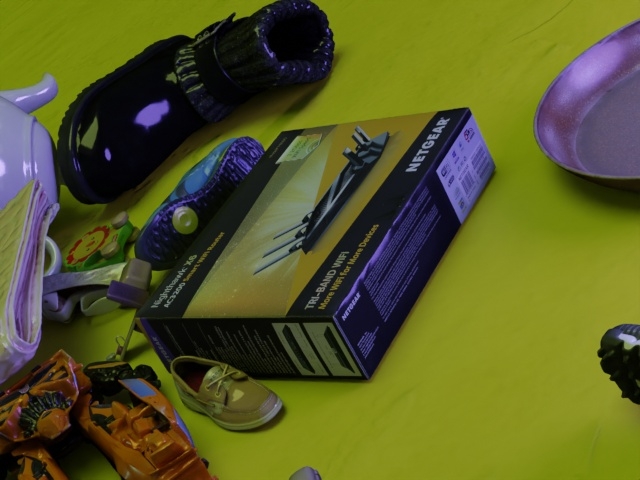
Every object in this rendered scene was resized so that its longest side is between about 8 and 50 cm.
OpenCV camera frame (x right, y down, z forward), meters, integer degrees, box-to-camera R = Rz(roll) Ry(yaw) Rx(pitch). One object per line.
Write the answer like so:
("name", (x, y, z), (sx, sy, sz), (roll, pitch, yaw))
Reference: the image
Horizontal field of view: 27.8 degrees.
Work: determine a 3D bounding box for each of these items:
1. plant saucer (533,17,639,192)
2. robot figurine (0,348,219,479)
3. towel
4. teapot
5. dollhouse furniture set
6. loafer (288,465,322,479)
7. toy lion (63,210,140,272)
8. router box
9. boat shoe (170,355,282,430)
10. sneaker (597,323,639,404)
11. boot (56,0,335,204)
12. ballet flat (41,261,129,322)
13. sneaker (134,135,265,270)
("plant saucer", (0.353, -0.136, 1.202), (0.310, 0.050, 0.311), (-22, 31, 14))
("robot figurine", (-0.216, 0.186, 1.148), (0.211, 0.085, 0.291), (-38, 30, -17))
("towel", (-0.401, 0.120, 1.356), (0.332, 0.053, 0.317), (-42, 26, 18))
("teapot", (-0.399, -0.070, 1.596), (0.187, 0.256, 0.252), (-3, 11, -5))
("dollhouse furniture set", (-0.184, 0.080, 1.349), (0.114, 0.091, 0.081), (-93, 23, -67))
("loafer", (-0.016, 0.256, 0.861), (0.092, 0.102, 0.268), (-27, 20, 6))
("toy lion", (-0.262, 0.013, 1.520), (0.096, 0.034, 0.100), (-26, 29, 18))
("router box", (0.000, 0.000, 1.258), (0.242, 0.081, 0.309), (-4, 37, 37))
("boat shoe", (-0.090, 0.134, 1.161), (0.135, 0.045, 0.050), (6, 44, 46))
("sneaker", (0.301, 0.090, 0.869), (0.234, 0.078, 0.106), (15, 48, 46))
("boot", (-0.154, -0.184, 1.629), (0.260, 0.131, 0.348), (-6, 36, 35))
("ballet flat", (-0.267, 0.062, 1.421), (0.168, 0.057, 0.052), (-16, 41, 22))
("sneaker", (-0.143, -0.036, 1.466), (0.082, 0.069, 0.209), (-15, 29, 54))
